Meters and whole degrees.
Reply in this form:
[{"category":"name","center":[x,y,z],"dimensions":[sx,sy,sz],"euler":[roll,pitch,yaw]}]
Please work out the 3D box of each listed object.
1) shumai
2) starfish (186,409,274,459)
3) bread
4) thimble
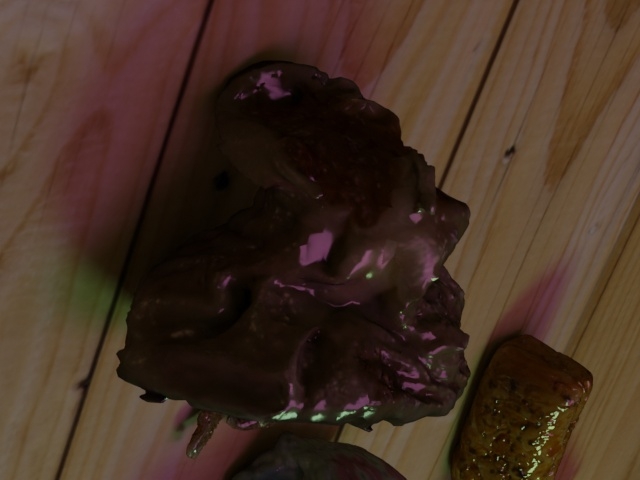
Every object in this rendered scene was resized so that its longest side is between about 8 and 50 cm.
[{"category":"shumai","center":[0.000,0.000,1.395],"dimensions":[0.314,0.267,0.262],"euler":[5,96,-57]},{"category":"starfish","center":[-0.045,0.113,1.574],"dimensions":[0.210,0.053,0.150],"euler":[-46,139,-2]},{"category":"bread","center":[0.212,0.205,1.924],"dimensions":[0.083,0.114,0.211],"euler":[-37,149,-48]},{"category":"thimble","center":[-0.004,0.288,1.694],"dimensions":[0.149,0.185,0.211],"euler":[12,81,-56]}]
